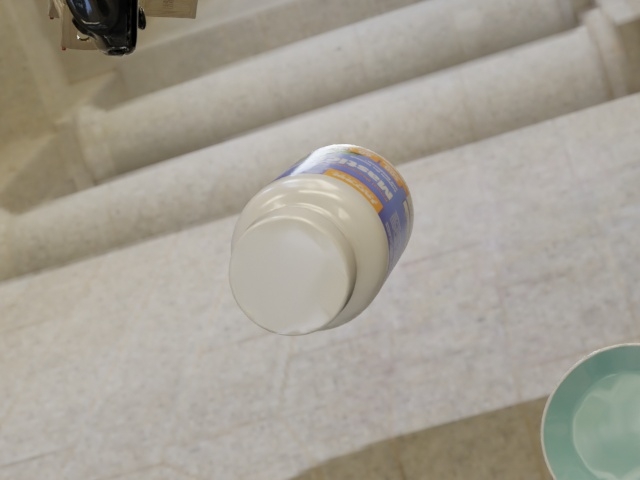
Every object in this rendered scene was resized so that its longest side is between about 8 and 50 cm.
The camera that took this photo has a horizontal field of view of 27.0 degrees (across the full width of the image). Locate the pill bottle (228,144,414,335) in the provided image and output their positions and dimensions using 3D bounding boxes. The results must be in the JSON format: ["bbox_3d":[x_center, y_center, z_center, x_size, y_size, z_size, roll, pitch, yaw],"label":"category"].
[{"bbox_3d":[0.000,0.000,1.304,0.272,0.152,0.152,-49,-58,-72],"label":"pill bottle"}]

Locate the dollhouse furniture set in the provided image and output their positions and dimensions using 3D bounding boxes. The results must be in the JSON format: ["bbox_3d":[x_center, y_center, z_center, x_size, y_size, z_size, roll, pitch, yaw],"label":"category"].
[{"bbox_3d":[-0.276,-0.343,1.854,0.129,0.183,0.129,-121,36,-54],"label":"dollhouse furniture set"}]

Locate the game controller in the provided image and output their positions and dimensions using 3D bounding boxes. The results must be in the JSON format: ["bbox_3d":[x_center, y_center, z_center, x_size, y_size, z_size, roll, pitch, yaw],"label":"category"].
[{"bbox_3d":[-0.214,-0.315,1.167,0.319,0.067,0.166,66,151,29],"label":"game controller"}]

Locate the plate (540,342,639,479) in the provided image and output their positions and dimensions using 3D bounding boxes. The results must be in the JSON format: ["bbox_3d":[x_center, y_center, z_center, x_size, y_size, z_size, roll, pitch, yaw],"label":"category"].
[{"bbox_3d":[0.320,0.196,1.370,0.024,0.188,0.188,-60,-47,-83],"label":"plate"}]
